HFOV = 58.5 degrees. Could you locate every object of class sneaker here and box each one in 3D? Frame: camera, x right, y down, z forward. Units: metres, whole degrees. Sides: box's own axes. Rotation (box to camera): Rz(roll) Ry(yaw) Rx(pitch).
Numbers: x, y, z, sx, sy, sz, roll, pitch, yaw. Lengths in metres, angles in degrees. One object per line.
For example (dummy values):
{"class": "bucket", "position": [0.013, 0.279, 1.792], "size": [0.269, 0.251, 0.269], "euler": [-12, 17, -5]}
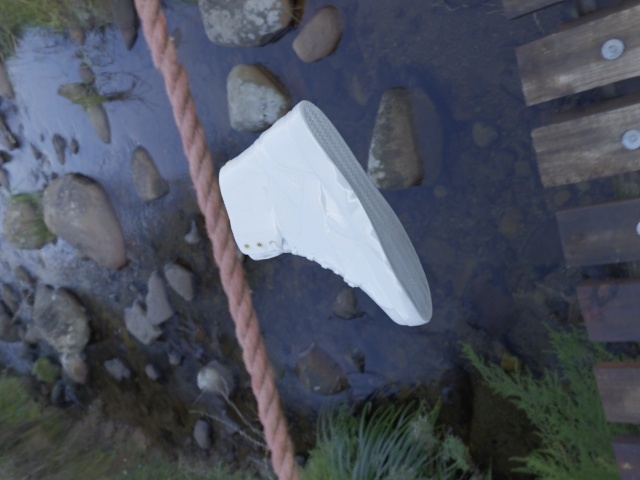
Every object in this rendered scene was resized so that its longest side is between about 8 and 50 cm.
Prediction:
{"class": "sneaker", "position": [0.000, 0.000, 0.695], "size": [0.169, 0.108, 0.292], "euler": [-31, 95, 25]}
